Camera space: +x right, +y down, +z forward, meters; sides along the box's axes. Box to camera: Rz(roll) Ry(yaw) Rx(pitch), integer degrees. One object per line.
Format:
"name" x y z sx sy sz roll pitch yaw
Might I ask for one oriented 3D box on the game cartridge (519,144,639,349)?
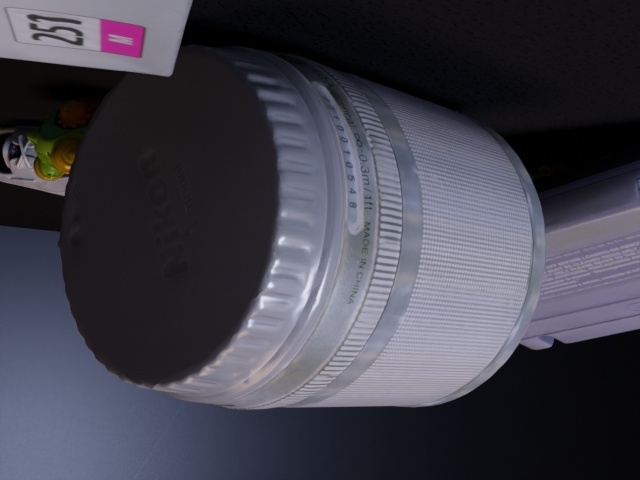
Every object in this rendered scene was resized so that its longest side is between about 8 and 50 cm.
"game cartridge" 0.259 0.007 0.861 0.355 0.068 0.230 -19 142 42

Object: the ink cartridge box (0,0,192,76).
"ink cartridge box" -0.157 -0.122 0.333 0.239 0.060 0.275 4 176 -11

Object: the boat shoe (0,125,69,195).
"boat shoe" -0.271 -0.081 0.970 0.184 0.066 0.063 13 -177 37

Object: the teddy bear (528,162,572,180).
"teddy bear" 0.324 -0.016 1.032 0.338 0.113 0.245 18 160 -40

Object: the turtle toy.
"turtle toy" -0.168 -0.078 0.821 0.130 0.066 0.095 6 175 -27

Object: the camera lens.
"camera lens" 0.000 0.000 0.680 0.219 0.219 0.274 0 174 42
